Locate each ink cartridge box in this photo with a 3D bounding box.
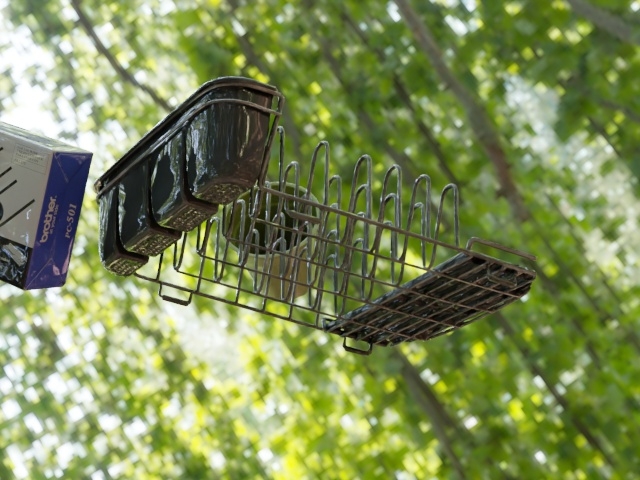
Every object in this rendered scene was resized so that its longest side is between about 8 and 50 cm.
[{"bbox_3d":[-0.260,-0.043,0.978,0.046,0.207,0.097,-3,-71,-61],"label":"ink cartridge box"}]

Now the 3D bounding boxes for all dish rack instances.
[{"bbox_3d":[0.000,0.000,0.942,0.271,0.074,0.208,18,-26,-27],"label":"dish rack"}]

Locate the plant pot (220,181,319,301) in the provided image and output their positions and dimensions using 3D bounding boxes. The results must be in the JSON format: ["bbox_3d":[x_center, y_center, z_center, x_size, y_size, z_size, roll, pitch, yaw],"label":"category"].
[{"bbox_3d":[-0.035,0.008,1.166,0.083,0.083,0.079,-30,-40,-14],"label":"plant pot"}]
